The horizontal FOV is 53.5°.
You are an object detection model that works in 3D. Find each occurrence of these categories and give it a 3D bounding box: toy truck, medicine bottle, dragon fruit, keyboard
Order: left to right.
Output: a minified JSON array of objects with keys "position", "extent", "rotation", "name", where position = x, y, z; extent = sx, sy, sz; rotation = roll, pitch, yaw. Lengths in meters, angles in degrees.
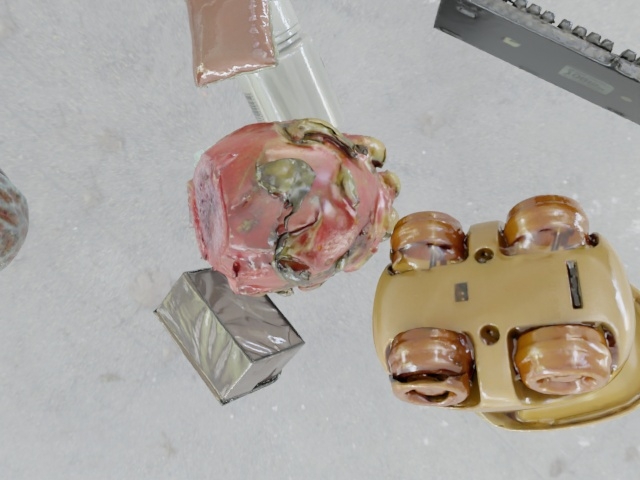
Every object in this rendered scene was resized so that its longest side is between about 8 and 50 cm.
[{"position":[-0.094,-0.403,1.541],"extent":[0.208,0.208,0.340],"rotation":[-27,115,-4],"name":"medicine bottle"},{"position":[-0.021,-0.052,0.883],"extent":[0.290,0.269,0.251],"rotation":[-5,81,-25],"name":"dragon fruit"},{"position":[0.206,0.086,0.682],"extent":[0.287,0.212,0.205],"rotation":[-11,57,24],"name":"toy truck"},{"position":[0.257,-0.163,0.599],"extent":[0.316,0.106,0.027],"rotation":[27,88,3],"name":"keyboard"}]

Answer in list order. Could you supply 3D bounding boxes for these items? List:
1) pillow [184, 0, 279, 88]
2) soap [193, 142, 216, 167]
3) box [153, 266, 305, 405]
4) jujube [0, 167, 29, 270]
[{"position":[-0.152,-0.365,1.099],"extent":[0.171,0.075,0.179],"rotation":[-8,86,20],"name":"pillow"},{"position":[-0.163,-0.113,1.319],"extent":[0.119,0.066,0.198],"rotation":[-30,84,-20],"name":"soap"},{"position":[-0.188,0.183,1.330],"extent":[0.252,0.188,0.153],"rotation":[51,122,19],"name":"box"},{"position":[-0.635,-0.068,1.022],"extent":[0.215,0.308,0.246],"rotation":[-43,65,2],"name":"jujube"}]
